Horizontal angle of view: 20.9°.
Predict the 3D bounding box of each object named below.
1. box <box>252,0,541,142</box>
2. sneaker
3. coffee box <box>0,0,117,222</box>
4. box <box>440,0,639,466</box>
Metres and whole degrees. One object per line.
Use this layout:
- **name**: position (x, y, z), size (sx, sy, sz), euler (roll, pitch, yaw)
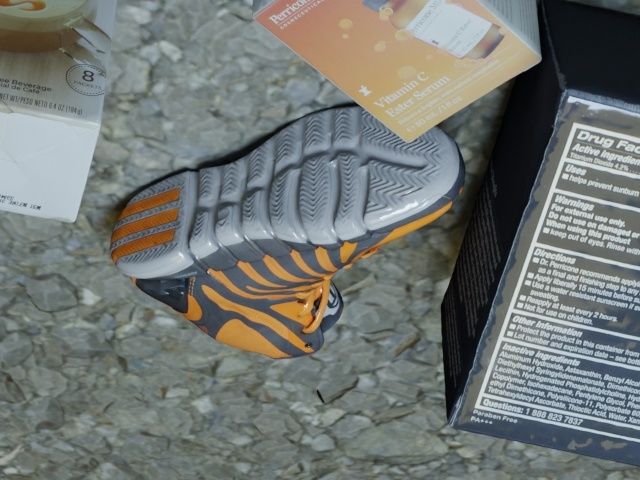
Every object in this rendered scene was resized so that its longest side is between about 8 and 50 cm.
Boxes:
- **box**: position (0.055, -0.173, 1.244), size (0.130, 0.091, 0.170), euler (-32, 129, 32)
- **sneaker**: position (0.000, 0.000, 1.435), size (0.321, 0.124, 0.180), euler (-12, 142, 30)
- **coffee box**: position (-0.212, -0.142, 1.167), size (0.141, 0.246, 0.098), euler (11, 136, -11)
- **box**: position (0.272, 0.006, 1.313), size (0.296, 0.183, 0.294), euler (12, 121, -6)
